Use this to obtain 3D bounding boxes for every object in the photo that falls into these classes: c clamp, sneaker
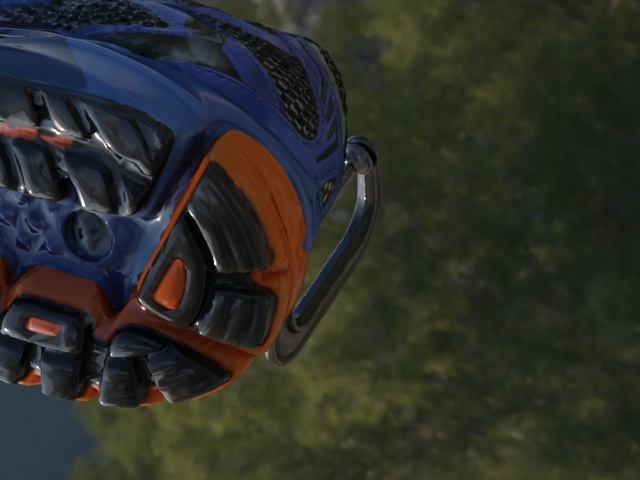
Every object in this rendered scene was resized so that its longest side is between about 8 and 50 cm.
[{"bbox_3d":[0.000,0.000,1.040,0.161,0.022,0.137,-53,-28,-41],"label":"c clamp"},{"bbox_3d":[-0.093,-0.031,0.390,0.087,0.221,0.083,-44,-31,-54],"label":"sneaker"}]
